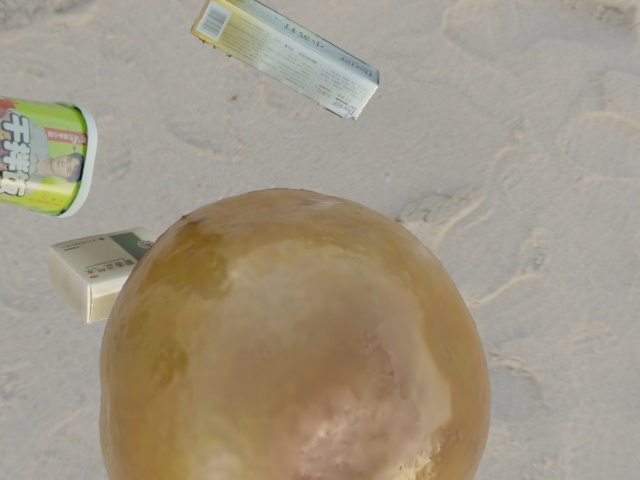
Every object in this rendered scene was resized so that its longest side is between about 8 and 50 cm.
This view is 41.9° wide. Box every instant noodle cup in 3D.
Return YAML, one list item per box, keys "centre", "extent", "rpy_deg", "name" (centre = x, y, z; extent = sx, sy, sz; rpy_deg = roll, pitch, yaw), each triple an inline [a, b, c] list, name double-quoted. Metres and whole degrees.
- centre: [-0.692, -0.199, 1.806]
  extent: [0.307, 0.293, 0.294]
  rpy_deg: [9, 83, -50]
  name: "instant noodle cup"

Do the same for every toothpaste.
- centre: [-0.053, -0.308, 1.369]
  extent: [0.312, 0.071, 0.089]
  rpy_deg: [27, 121, -14]
  name: "toothpaste"

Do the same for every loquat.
- centre: [-0.022, 0.122, 0.680]
  extent: [0.328, 0.328, 0.329]
  rpy_deg: [1, 86, -12]
  name: "loquat"

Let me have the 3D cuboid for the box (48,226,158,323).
- centre: [-0.396, 0.063, 1.626]
  extent: [0.212, 0.168, 0.095]
  rpy_deg: [-15, 127, -41]
  name: "box"
